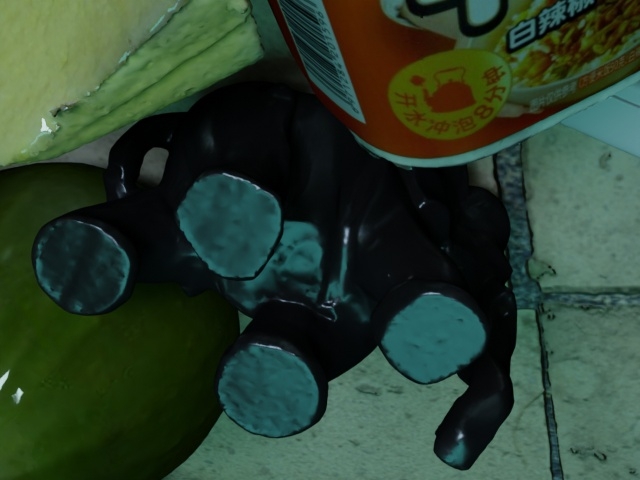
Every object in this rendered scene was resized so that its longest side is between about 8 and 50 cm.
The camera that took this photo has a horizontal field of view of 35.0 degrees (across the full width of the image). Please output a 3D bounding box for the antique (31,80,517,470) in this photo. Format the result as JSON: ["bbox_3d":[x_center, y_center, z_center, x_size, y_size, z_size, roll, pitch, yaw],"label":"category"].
[{"bbox_3d":[0.000,0.000,0.717,0.322,0.255,0.185,30,114,2],"label":"antique"}]

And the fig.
[{"bbox_3d":[-0.222,0.093,0.822,0.316,0.316,0.316,8,136,8],"label":"fig"}]

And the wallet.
[{"bbox_3d":[0.237,-0.082,0.722,0.122,0.025,0.061,23,138,-7],"label":"wallet"}]

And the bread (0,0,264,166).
[{"bbox_3d":[-0.164,-0.169,0.558,0.178,0.240,0.135,-29,162,-6],"label":"bread"}]

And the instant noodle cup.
[{"bbox_3d":[0.054,-0.218,0.470,0.293,0.294,0.308,0,141,15],"label":"instant noodle cup"}]
